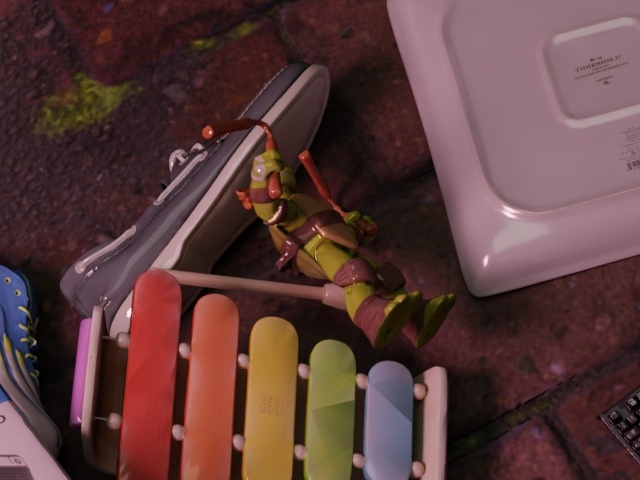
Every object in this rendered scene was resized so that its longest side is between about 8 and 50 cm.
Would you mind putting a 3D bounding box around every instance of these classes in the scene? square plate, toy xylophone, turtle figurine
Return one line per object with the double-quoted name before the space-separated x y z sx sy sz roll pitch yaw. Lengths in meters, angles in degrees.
"square plate" 0.259 -0.144 1.778 0.347 0.049 0.344 -15 59 3
"toy xylophone" -0.054 0.117 1.625 0.323 0.081 0.236 3 62 -17
"turtle figurine" 0.000 0.000 1.641 0.087 0.269 0.217 -47 64 4

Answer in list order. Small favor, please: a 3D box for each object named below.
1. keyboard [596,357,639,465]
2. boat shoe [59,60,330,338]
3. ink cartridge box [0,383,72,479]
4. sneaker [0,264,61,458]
"keyboard" 0.315 0.109 1.638 0.180 0.023 0.108 -35 60 -9
"boat shoe" -0.111 -0.047 1.765 0.099 0.116 0.319 32 77 22
"ink cartridge box" -0.276 0.297 1.443 0.285 0.166 0.395 -32 49 -16
"sneaker" -0.283 0.090 1.738 0.126 0.091 0.240 -43 61 -14
